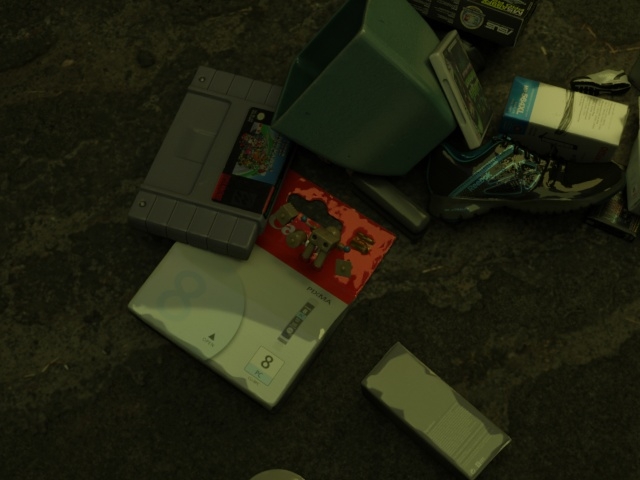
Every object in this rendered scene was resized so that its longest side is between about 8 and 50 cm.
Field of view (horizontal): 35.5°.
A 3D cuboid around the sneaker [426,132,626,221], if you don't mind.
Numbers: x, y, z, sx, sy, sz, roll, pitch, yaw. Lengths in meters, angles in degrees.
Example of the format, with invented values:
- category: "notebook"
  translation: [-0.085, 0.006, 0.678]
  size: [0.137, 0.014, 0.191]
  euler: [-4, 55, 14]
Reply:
- category: "sneaker"
  translation: [0.350, -0.115, 1.719]
  size: [0.341, 0.125, 0.139]
  euler: [-5, 102, 6]

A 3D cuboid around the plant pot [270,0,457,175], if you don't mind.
- category: "plant pot"
  translation: [0.101, -0.258, 1.724]
  size: [0.252, 0.248, 0.247]
  euler: [35, 35, -18]

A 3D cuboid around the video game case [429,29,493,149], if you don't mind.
- category: "video game case"
  translation: [0.246, -0.263, 1.721]
  size: [0.022, 0.190, 0.173]
  euler: [-20, 106, 24]

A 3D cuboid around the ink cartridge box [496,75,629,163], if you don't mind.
- category: "ink cartridge box"
  translation: [0.421, -0.198, 1.762]
  size: [0.203, 0.148, 0.085]
  euler: [17, 73, 8]

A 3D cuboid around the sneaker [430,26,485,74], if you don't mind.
- category: "sneaker"
  translation: [0.158, -0.354, 1.852]
  size: [0.286, 0.109, 0.130]
  euler: [32, 86, 15]

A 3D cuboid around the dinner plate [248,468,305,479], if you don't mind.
- category: "dinner plate"
  translation: [-0.073, 0.450, 1.655]
  size: [0.141, 0.017, 0.141]
  euler: [0, 73, 1]

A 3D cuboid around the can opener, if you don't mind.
- category: "can opener"
  translation: [0.091, -0.116, 1.792]
  size: [0.093, 0.074, 0.280]
  euler: [-43, 76, -11]

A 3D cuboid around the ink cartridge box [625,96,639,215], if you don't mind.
- category: "ink cartridge box"
  translation: [0.631, -0.125, 1.761]
  size: [0.189, 0.066, 0.232]
  euler: [18, 51, -12]

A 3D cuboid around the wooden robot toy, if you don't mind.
- category: "wooden robot toy"
  translation: [0.000, 0.000, 1.735]
  size: [0.173, 0.079, 0.076]
  euler: [36, 117, 13]

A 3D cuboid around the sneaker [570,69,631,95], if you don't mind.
- category: "sneaker"
  translation: [0.516, -0.294, 1.849]
  size: [0.109, 0.040, 0.043]
  euler: [1, 56, 0]

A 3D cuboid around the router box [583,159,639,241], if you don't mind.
- category: "router box"
  translation: [0.534, -0.070, 1.774]
  size: [0.092, 0.038, 0.122]
  euler: [24, 76, 10]

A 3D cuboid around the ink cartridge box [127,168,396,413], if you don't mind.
- category: "ink cartridge box"
  translation: [-0.095, 0.057, 1.740]
  size: [0.308, 0.091, 0.385]
  euler: [33, 78, 12]

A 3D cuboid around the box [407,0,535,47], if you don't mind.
- category: "box"
  translation: [0.260, -0.463, 1.840]
  size: [0.270, 0.060, 0.216]
  euler: [22, 39, 9]

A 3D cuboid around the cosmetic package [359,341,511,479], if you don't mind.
- category: "cosmetic package"
  translation: [0.182, 0.285, 1.636]
  size: [0.238, 0.127, 0.107]
  euler: [44, 80, 12]

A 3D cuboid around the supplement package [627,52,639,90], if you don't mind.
- category: "supplement package"
  translation: [0.666, -0.338, 1.816]
  size: [0.179, 0.105, 0.105]
  euler: [-40, 75, -9]

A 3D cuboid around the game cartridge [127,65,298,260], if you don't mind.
- category: "game cartridge"
  translation: [-0.170, -0.147, 1.783]
  size: [0.230, 0.068, 0.355]
  euler: [13, 60, 11]
